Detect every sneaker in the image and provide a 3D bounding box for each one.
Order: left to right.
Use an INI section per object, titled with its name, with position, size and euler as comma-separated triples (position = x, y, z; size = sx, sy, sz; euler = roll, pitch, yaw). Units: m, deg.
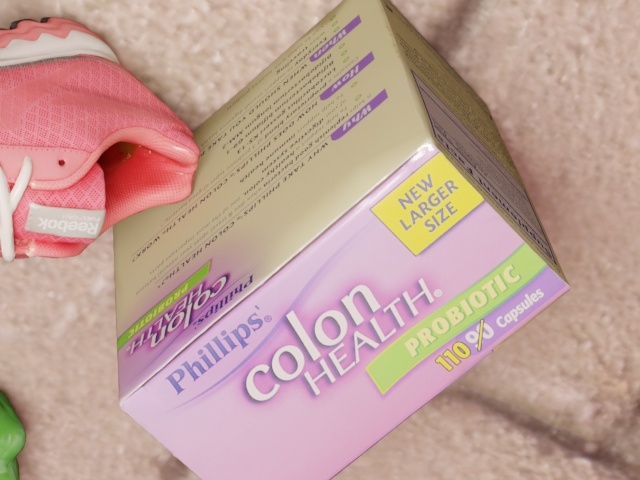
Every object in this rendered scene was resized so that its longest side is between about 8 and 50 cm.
[sneaker]
position = -0.182, -0.040, 1.023
size = 0.136, 0.314, 0.116
euler = 32, 122, 26

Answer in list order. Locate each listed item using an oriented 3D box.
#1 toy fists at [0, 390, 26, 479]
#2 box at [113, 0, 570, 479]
[toy fists]
position = -0.294, 0.186, 1.244
size = 0.142, 0.096, 0.279
euler = 38, 109, -11
[box]
position = 0.000, 0.000, 1.097
size = 0.213, 0.243, 0.117
euler = -40, 114, 13
